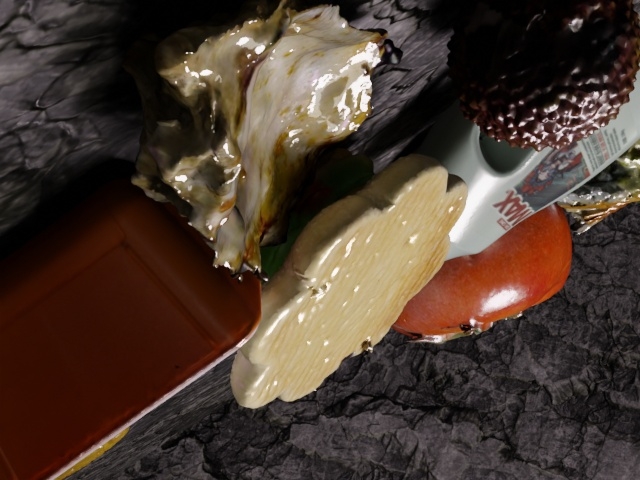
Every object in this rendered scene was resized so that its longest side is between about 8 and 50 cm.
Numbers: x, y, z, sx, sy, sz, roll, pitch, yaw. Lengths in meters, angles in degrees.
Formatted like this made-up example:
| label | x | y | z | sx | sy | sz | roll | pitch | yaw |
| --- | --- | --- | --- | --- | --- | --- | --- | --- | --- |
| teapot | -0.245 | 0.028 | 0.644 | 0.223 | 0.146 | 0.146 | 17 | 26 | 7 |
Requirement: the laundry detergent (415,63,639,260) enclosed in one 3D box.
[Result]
| label | x | y | z | sx | sy | sz | roll | pitch | yaw |
| --- | --- | --- | --- | --- | --- | --- | --- | --- | --- |
| laundry detergent | 0.209 | -0.101 | 1.151 | 0.398 | 0.125 | 0.264 | -40 | 145 | 5 |

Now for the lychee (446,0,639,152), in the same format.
| label | x | y | z | sx | sy | sz | roll | pitch | yaw |
| --- | --- | --- | --- | --- | --- | --- | --- | --- | --- |
| lychee | 0.207 | -0.170 | 0.889 | 0.188 | 0.188 | 0.188 | -33 | 170 | -7 |

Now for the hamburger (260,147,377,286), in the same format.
| label | x | y | z | sx | sy | sz | roll | pitch | yaw |
| --- | --- | --- | --- | --- | --- | --- | --- | --- | --- |
| hamburger | 0.000 | 0.000 | 1.063 | 0.237 | 0.149 | 0.237 | -37 | 152 | -23 |

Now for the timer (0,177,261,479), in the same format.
| label | x | y | z | sx | sy | sz | roll | pitch | yaw |
| --- | --- | --- | --- | --- | --- | --- | --- | --- | --- |
| timer | -0.180 | 0.068 | 0.829 | 0.257 | 0.161 | 0.250 | -36 | 179 | 6 |

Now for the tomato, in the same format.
| label | x | y | z | sx | sy | sz | roll | pitch | yaw |
| --- | --- | --- | --- | --- | --- | --- | --- | --- | --- |
| tomato | 0.221 | 0.011 | 1.534 | 0.341 | 0.273 | 0.341 | -18 | 175 | -2 |

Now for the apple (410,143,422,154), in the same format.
| label | x | y | z | sx | sy | sz | roll | pitch | yaw |
| --- | --- | --- | --- | --- | --- | --- | --- | --- | --- |
| apple | 0.186 | -0.081 | 1.322 | 0.146 | 0.146 | 0.146 | -33 | 170 | -7 |

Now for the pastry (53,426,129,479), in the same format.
| label | x | y | z | sx | sy | sz | roll | pitch | yaw |
| --- | --- | --- | --- | --- | --- | --- | --- | --- | --- |
| pastry | -0.354 | 0.261 | 1.307 | 0.188 | 0.103 | 0.189 | -33 | 169 | -7 |

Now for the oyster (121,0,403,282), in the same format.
| label | x | y | z | sx | sy | sz | roll | pitch | yaw |
| --- | --- | --- | --- | --- | --- | --- | --- | --- | --- |
| oyster | -0.053 | -0.067 | 0.668 | 0.221 | 0.096 | 0.361 | -69 | 165 | 11 |

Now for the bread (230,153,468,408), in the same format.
| label | x | y | z | sx | sy | sz | roll | pitch | yaw |
| --- | --- | --- | --- | --- | --- | --- | --- | --- | --- |
| bread | 0.027 | 0.043 | 0.929 | 0.316 | 0.054 | 0.316 | -38 | 156 | -20 |

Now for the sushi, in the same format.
| label | x | y | z | sx | sy | sz | roll | pitch | yaw |
| --- | --- | --- | --- | --- | --- | --- | --- | --- | --- |
| sushi | 0.380 | -0.141 | 1.344 | 0.184 | 0.274 | 0.139 | -7 | -175 | 12 |
